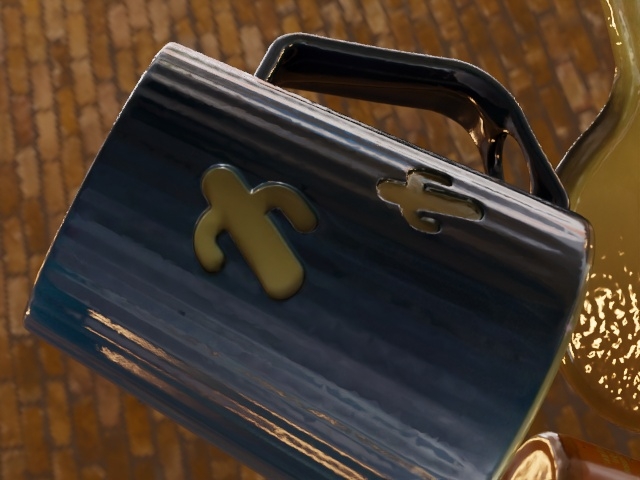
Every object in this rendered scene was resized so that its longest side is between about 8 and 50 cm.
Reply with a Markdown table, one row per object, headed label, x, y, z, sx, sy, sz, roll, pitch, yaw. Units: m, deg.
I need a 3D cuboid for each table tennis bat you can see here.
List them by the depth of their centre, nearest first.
| label | x | y | z | sx | sy | sz | roll | pitch | yaw |
| --- | --- | --- | --- | --- | --- | --- | --- | --- | --- |
| table tennis bat | 0.191 | -0.041 | 0.822 | 0.198 | 0.321 | 0.050 | -25 | -157 | -17 |

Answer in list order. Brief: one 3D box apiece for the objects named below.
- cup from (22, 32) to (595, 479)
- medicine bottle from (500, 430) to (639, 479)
| label | x | y | z | sx | sy | sz | roll | pitch | yaw |
| --- | --- | --- | --- | --- | --- | --- | --- | --- | --- |
| cup | 0.000 | 0.000 | 0.526 | 0.155 | 0.131 | 0.176 | 26 | -123 | -5 |
| medicine bottle | 0.188 | 0.173 | 0.807 | 0.096 | 0.192 | 0.096 | -159 | -90 | -78 |
